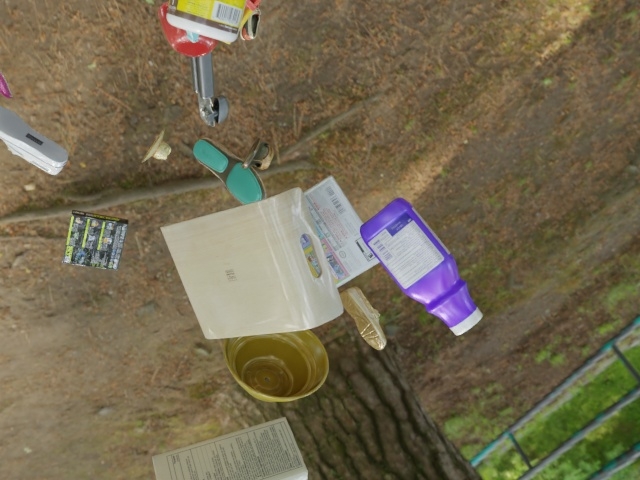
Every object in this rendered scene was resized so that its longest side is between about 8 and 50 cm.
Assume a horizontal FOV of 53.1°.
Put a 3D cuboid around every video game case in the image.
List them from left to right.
[{"bbox_3d":[0.000,0.000,1.359,0.193,0.023,0.212,-32,101,10],"label":"video game case"}]

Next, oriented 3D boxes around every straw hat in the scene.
[{"bbox_3d":[-0.536,-0.302,2.150,0.061,0.144,0.144,33,117,-19],"label":"straw hat"}]

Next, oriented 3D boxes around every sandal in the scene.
[{"bbox_3d":[-0.156,-0.219,1.713,0.090,0.060,0.219,-61,175,5],"label":"sandal"}]

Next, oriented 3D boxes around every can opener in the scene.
[{"bbox_3d":[-0.329,-0.466,1.912,0.095,0.076,0.283,-30,146,-28],"label":"can opener"}]

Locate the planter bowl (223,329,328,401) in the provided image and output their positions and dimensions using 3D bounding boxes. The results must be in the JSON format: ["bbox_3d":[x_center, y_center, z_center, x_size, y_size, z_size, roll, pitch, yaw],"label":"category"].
[{"bbox_3d":[-0.099,0.259,1.302,0.217,0.217,0.090,-4,132,-29],"label":"planter bowl"}]

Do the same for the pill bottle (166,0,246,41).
[{"bbox_3d":[-0.163,-0.431,1.004,0.117,0.117,0.214,5,109,-37],"label":"pill bottle"}]

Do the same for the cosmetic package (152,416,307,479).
[{"bbox_3d":[-0.190,0.506,1.360,0.296,0.153,0.129,-11,132,-17],"label":"cosmetic package"}]

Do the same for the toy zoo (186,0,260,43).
[{"bbox_3d":[-0.190,-0.542,1.348,0.293,0.030,0.192,-52,155,7],"label":"toy zoo"}]

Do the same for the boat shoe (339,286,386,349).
[{"bbox_3d":[0.117,0.186,1.574,0.059,0.170,0.063,-31,178,-39],"label":"boat shoe"}]

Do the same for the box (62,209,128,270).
[{"bbox_3d":[-0.757,0.002,2.155,0.184,0.045,0.190,11,116,-20],"label":"box"}]

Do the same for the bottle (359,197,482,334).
[{"bbox_3d":[0.201,0.054,1.246,0.118,0.282,0.092,-40,177,18],"label":"bottle"}]

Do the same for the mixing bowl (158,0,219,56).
[{"bbox_3d":[-0.339,-0.551,1.698,0.182,0.098,0.181,-1,169,0],"label":"mixing bowl"}]

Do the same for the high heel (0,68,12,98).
[{"bbox_3d":[-0.946,-0.475,1.733,0.117,0.082,0.244,-36,108,-18],"label":"high heel"}]

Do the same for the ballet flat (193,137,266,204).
[{"bbox_3d":[-0.253,-0.208,1.947,0.107,0.316,0.106,-51,158,15],"label":"ballet flat"}]

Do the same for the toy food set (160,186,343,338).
[{"bbox_3d":[-0.125,0.045,1.096,0.306,0.219,0.092,-12,-168,37],"label":"toy food set"}]

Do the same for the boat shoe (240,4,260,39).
[{"bbox_3d":[-0.190,-0.631,1.806,0.049,0.043,0.136,19,81,-50],"label":"boat shoe"}]

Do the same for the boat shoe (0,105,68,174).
[{"bbox_3d":[-0.837,-0.273,1.788,0.258,0.095,0.084,38,128,-12],"label":"boat shoe"}]
